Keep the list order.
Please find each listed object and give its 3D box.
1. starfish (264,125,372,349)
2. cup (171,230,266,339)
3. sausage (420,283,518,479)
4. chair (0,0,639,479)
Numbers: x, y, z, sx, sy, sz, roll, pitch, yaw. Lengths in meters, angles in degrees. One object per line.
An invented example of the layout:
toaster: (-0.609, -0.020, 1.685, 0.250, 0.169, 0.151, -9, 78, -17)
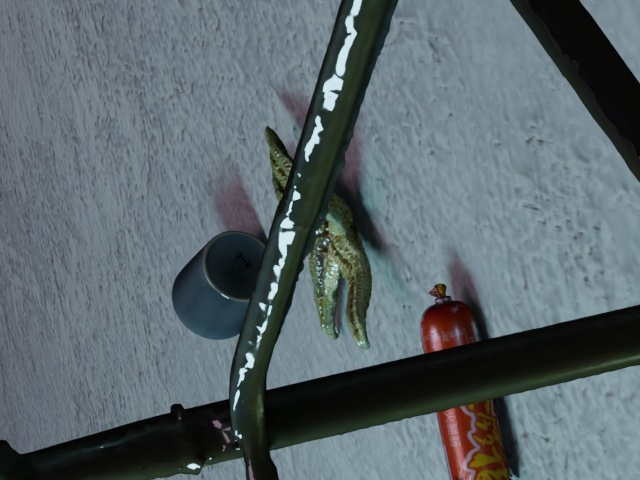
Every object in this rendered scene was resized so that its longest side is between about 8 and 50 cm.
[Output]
starfish: (0.002, 0.000, 1.222, 0.217, 0.050, 0.223, 92, 162, -46)
cup: (-0.073, 0.045, 1.394, 0.100, 0.078, 0.077, 38, 147, -2)
sausage: (0.098, 0.100, 1.086, 0.048, 0.050, 0.145, 161, 98, -84)
chair: (0.151, 0.073, 0.509, 0.364, 0.410, 0.362, 60, 151, 30)
